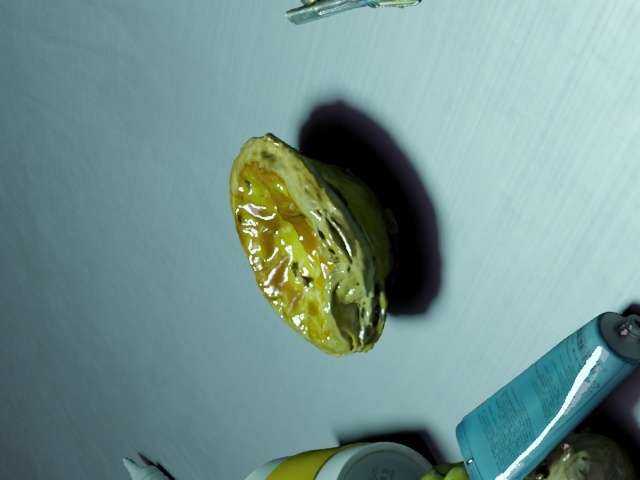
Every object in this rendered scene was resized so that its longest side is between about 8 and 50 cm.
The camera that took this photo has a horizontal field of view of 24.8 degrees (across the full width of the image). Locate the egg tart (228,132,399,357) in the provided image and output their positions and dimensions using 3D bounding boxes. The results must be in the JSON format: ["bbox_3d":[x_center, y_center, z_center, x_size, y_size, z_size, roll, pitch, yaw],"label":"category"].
[{"bbox_3d":[0.000,0.000,1.415,0.241,0.106,0.241,45,149,36],"label":"egg tart"}]

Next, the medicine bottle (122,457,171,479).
[{"bbox_3d":[-0.252,0.389,2.252,0.199,0.058,0.057,35,142,44],"label":"medicine bottle"}]

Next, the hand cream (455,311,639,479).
[{"bbox_3d":[0.188,0.131,1.193,0.224,0.048,0.083,-48,49,39],"label":"hand cream"}]

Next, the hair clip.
[{"bbox_3d":[0.031,-0.213,1.238,0.173,0.049,0.049,4,117,53],"label":"hair clip"}]

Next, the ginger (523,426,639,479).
[{"bbox_3d":[0.228,0.206,1.230,0.204,0.080,0.104,37,154,44],"label":"ginger"}]

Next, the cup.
[{"bbox_3d":[0.028,0.334,1.568,0.226,0.185,0.241,-34,62,56],"label":"cup"}]

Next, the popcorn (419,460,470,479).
[{"bbox_3d":[0.126,0.316,1.343,0.192,0.233,0.266,46,151,6],"label":"popcorn"}]
